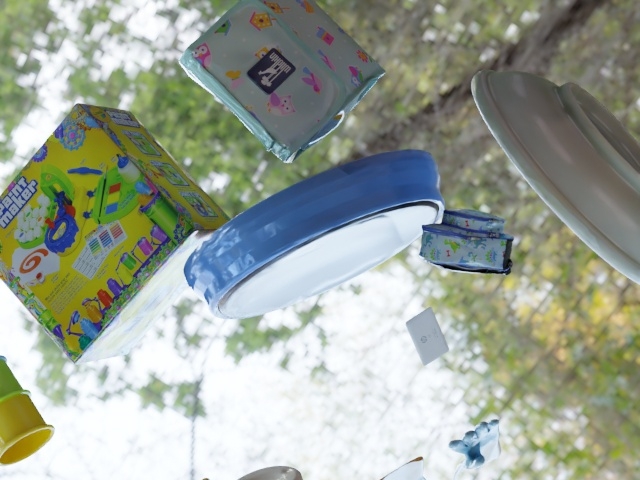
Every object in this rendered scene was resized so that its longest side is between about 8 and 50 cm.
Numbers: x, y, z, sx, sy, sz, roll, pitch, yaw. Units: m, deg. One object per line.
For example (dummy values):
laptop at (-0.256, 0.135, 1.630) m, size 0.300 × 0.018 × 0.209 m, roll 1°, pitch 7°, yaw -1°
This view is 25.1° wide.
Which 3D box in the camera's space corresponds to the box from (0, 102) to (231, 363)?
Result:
box at (-0.339, -0.012, 2.234) m, size 0.279 × 0.290 × 0.177 m, roll 47°, pitch -165°, yaw 13°

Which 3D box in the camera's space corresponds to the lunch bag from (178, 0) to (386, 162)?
lunch bag at (-0.060, -0.239, 2.069) m, size 0.223 × 0.160 × 0.262 m, roll 45°, pitch -145°, yaw 1°

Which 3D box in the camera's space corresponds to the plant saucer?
plant saucer at (0.381, -0.112, 2.007) m, size 0.400 × 0.100 × 0.400 m, roll 40°, pitch -159°, yaw -19°

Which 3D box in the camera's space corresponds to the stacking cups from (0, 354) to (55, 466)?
stacking cups at (-0.490, 0.165, 2.031) m, size 0.096 × 0.096 × 0.316 m, roll -8°, pitch -124°, yaw -51°

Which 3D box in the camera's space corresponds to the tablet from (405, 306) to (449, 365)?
tablet at (0.172, 0.155, 2.312) m, size 0.054 × 0.083 × 0.006 m, roll -30°, pitch -162°, yaw -20°

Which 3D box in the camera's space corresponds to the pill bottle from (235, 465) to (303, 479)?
pill bottle at (-0.036, 0.287, 1.338) m, size 0.078 × 0.078 × 0.137 m, roll -43°, pitch -60°, yaw -62°

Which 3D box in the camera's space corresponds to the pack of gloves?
pack of gloves at (0.168, 0.322, 1.932) m, size 0.046 × 0.195 × 0.232 m, roll 57°, pitch 175°, yaw 22°

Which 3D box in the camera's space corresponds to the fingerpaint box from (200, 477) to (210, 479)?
fingerpaint box at (-0.137, 0.543, 1.510) m, size 0.445 × 0.371 × 0.163 m, roll 56°, pitch 180°, yaw -14°

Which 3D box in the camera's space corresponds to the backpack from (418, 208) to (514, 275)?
backpack at (0.193, -0.001, 1.933) m, size 0.114 × 0.084 × 0.105 m, roll 3°, pitch -175°, yaw -13°

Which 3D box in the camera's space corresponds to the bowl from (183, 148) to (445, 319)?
bowl at (0.000, 0.000, 2.035) m, size 0.391 × 0.391 × 0.077 m, roll -9°, pitch -111°, yaw -51°
